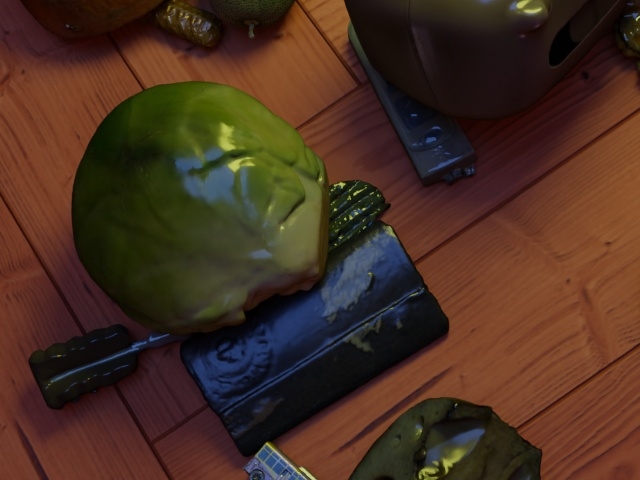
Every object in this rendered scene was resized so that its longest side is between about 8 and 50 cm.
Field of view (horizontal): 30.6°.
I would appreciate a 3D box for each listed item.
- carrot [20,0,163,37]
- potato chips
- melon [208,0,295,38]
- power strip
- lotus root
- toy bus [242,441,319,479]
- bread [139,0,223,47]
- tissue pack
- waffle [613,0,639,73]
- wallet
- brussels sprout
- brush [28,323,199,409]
[{"bbox_3d":[-0.298,-0.425,1.643,0.307,0.100,0.258,-28,62,7],"label":"carrot"},{"bbox_3d":[0.000,0.000,1.545,0.092,0.028,0.207,43,85,7],"label":"potato chips"},{"bbox_3d":[-0.094,-0.370,1.603,0.139,0.139,0.192,-2,78,9],"label":"melon"},{"bbox_3d":[0.117,-0.200,1.573,0.080,0.048,0.286,-26,71,0],"label":"power strip"},{"bbox_3d":[0.121,0.343,1.389,0.210,0.142,0.314,42,78,-21],"label":"lotus root"},{"bbox_3d":[-0.041,0.302,1.460,0.102,0.052,0.058,39,85,18],"label":"toy bus"},{"bbox_3d":[-0.208,-0.319,1.654,0.157,0.044,0.052,26,81,14],"label":"bread"},{"bbox_3d":[0.242,-0.339,1.441,0.277,0.267,0.387,31,68,35],"label":"tissue pack"},{"bbox_3d":[0.532,-0.294,1.526,0.281,0.058,0.301,-32,74,1],"label":"waffle"},{"bbox_3d":[-0.008,0.124,1.494,0.321,0.044,0.170,-32,83,1],"label":"wallet"},{"bbox_3d":[-0.146,-0.042,1.466,0.344,0.268,0.344,2,97,14],"label":"brussels sprout"},{"bbox_3d":[-0.229,0.134,1.536,0.301,0.071,0.084,-21,89,-6],"label":"brush"}]
